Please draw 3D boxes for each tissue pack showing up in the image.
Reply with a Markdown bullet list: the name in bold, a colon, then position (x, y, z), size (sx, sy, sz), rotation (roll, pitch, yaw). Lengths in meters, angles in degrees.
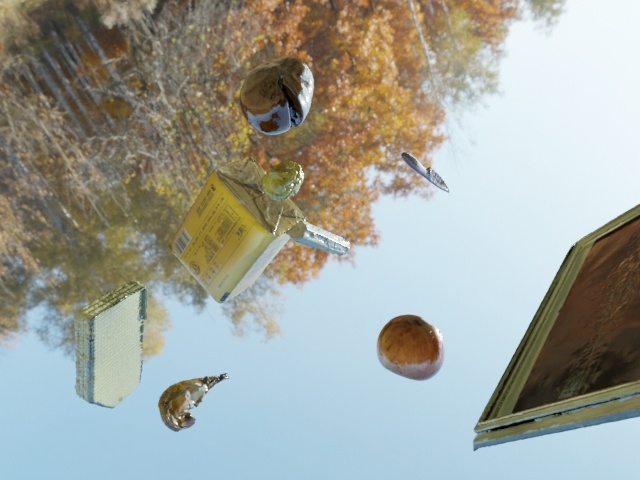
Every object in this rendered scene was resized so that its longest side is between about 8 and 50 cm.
- **tissue pack**: position (-0.275, -0.031, 1.669), size (0.228, 0.293, 0.382), rotation (-32, 167, -51)

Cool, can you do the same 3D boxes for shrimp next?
- **shrimp**: position (-0.337, 0.427, 1.387), size (0.066, 0.117, 0.262), rotation (-14, 172, 30)

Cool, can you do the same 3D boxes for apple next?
- **apple**: position (0.188, 0.217, 1.067), size (0.146, 0.147, 0.146), rotation (-17, -152, 10)

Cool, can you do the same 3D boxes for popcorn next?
- **popcorn**: position (-0.107, -0.167, 1.407), size (0.106, 0.116, 0.121), rotation (36, -87, 31)

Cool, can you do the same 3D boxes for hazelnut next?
- **hazelnut**: position (-0.125, -0.441, 1.537), size (0.217, 0.217, 0.251), rotation (15, -124, 49)

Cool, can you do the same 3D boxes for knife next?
- **knife**: position (0.269, -0.170, 1.305), size (0.018, 0.247, 0.036), rotation (-2, -107, 40)

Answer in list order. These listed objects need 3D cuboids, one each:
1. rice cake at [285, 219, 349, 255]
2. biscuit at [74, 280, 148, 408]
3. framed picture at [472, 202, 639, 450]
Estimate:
- **rice cake**: position (0.000, 0.000, 1.391), size (0.057, 0.256, 0.052), rotation (-27, -114, 23)
- **biscuit**: position (-0.393, 0.209, 0.969), size (0.052, 0.253, 0.150), rotation (18, -154, 15)
- **framed picture**: position (0.249, 0.037, 0.423), size (0.293, 0.018, 0.231), rotation (-44, 176, -36)
